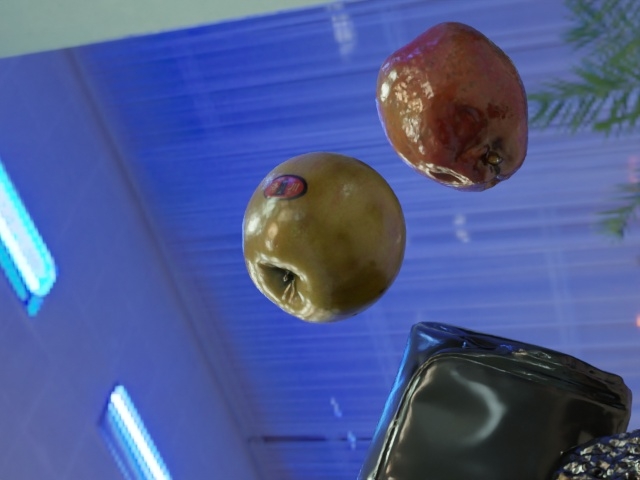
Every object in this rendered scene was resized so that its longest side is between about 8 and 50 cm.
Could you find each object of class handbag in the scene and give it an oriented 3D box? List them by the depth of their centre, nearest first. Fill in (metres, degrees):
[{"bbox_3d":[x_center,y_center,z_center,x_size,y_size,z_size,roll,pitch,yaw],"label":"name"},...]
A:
[{"bbox_3d":[0.137,0.230,1.008,0.301,0.178,0.275,-68,17,-9],"label":"handbag"}]

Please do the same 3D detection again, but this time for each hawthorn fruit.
[{"bbox_3d":[0.188,-0.161,1.391,0.262,0.211,0.210,-109,-5,-45],"label":"hawthorn fruit"}]

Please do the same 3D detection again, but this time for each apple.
[{"bbox_3d":[0.000,0.000,1.053,0.155,0.183,0.182,-55,-41,-40],"label":"apple"}]

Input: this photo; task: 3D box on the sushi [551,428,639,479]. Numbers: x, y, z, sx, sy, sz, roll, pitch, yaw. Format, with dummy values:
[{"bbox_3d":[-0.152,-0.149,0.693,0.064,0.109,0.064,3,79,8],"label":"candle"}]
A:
[{"bbox_3d":[0.245,0.233,0.794,0.150,0.172,0.153,-49,-50,-44],"label":"sushi"}]
